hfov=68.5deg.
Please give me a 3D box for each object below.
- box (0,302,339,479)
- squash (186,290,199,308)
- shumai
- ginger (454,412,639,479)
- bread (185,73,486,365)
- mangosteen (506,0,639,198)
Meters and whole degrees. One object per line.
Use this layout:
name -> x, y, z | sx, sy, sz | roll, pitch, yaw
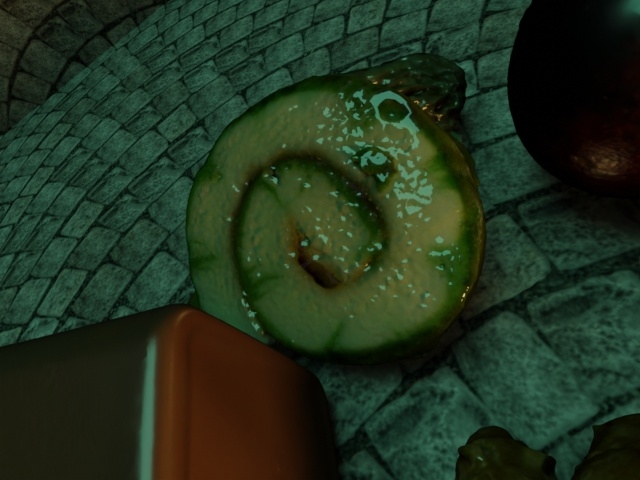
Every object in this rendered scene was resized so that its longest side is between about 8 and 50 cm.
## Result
box -> -0.136, 0.221, 0.418 | 0.229, 0.339, 0.239 | -18, 59, 13
squash -> -0.186, 0.146, 0.704 | 0.066, 0.066, 0.252 | -10, 51, 25
shumai -> 0.113, -0.151, 0.709 | 0.255, 0.189, 0.218 | -18, 65, -2
ginger -> 0.181, 0.280, 0.332 | 0.357, 0.152, 0.274 | -46, 27, -9
bread -> 0.000, 0.000, 0.573 | 0.366, 0.129, 0.382 | 43, 109, 22
mangosteen -> 0.368, -0.166, 0.465 | 0.307, 0.307, 0.347 | -45, 63, -7
